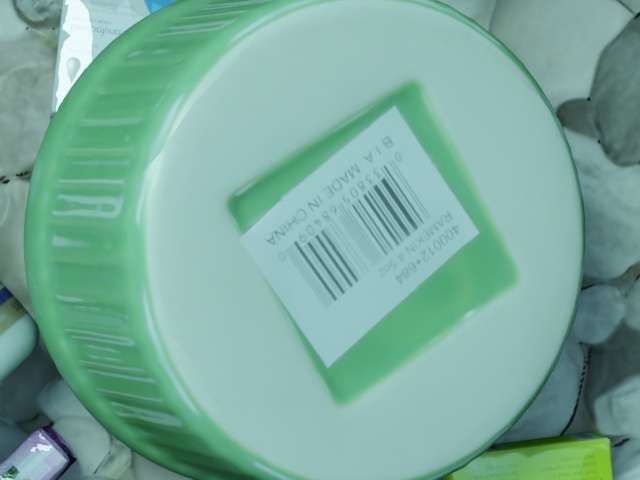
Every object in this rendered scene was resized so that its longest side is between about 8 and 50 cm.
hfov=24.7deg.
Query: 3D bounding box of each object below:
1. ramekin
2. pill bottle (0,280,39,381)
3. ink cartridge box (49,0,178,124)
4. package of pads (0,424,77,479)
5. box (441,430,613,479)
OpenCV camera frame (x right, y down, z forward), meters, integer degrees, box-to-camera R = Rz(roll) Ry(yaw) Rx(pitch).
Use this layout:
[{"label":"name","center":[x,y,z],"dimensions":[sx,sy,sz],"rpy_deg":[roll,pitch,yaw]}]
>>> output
[{"label":"ramekin","center":[0.000,0.000,0.817],"dimensions":[0.303,0.148,0.303],"rpy_deg":[-1,92,-24]},{"label":"pill bottle","center":[-0.298,0.006,0.825],"dimensions":[0.153,0.153,0.265],"rpy_deg":[-41,95,-5]},{"label":"ink cartridge box","center":[-0.113,-0.056,0.893],"dimensions":[0.104,0.060,0.180],"rpy_deg":[6,89,-7]},{"label":"package of pads","center":[-0.188,0.151,0.889],"dimensions":[0.083,0.050,0.032],"rpy_deg":[-44,88,-4]},{"label":"box","center":[0.136,0.217,0.926],"dimensions":[0.109,0.042,0.178],"rpy_deg":[-6,89,-6]}]
